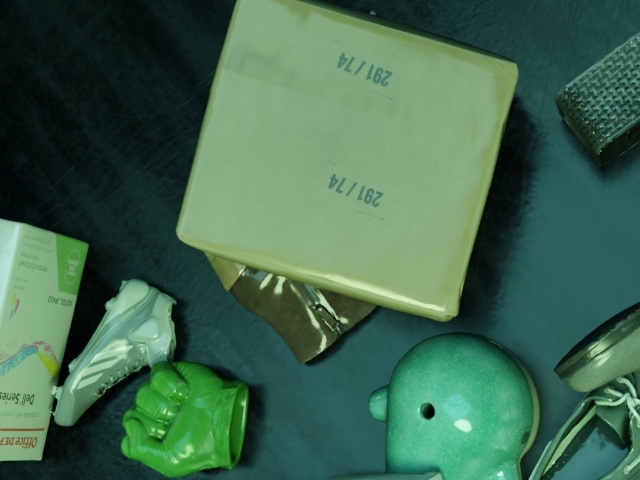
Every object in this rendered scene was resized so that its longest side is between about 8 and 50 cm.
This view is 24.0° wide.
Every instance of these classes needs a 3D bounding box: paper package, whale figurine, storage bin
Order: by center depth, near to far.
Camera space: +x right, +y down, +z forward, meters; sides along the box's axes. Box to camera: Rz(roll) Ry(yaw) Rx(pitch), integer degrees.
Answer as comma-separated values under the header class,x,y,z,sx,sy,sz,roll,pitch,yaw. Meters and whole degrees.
class,x,y,z,sx,sy,sz,roll,pitch,yaw
paper package,0.032,-0.097,1.683,0.325,0.168,0.309,15,90,1
whale figurine,0.128,0.234,1.702,0.216,0.141,0.272,34,102,28
storage bin,0.367,-0.175,1.717,0.180,0.122,0.084,-36,76,6

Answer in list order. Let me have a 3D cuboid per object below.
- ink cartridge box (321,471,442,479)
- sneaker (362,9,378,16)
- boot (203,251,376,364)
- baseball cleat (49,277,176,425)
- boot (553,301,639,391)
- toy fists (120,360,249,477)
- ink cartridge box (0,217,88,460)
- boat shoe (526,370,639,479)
class,x,y,z,sx,sy,sz,roll,pitch,yaw
ink cartridge box,0.067,0.375,1.705,0.224,0.045,0.223,-10,96,42
sneaker,0.091,-0.161,1.806,0.097,0.084,0.234,-6,92,2
boot,0.000,0.000,1.813,0.248,0.090,0.207,-43,90,0
baseball cleat,-0.246,0.151,1.839,0.109,0.072,0.205,29,93,8
boot,0.439,0.142,1.610,0.338,0.118,0.222,-25,85,-11
toy fists,-0.176,0.283,1.790,0.142,0.096,0.279,6,88,14
ink cartridge box,-0.402,0.153,1.803,0.119,0.207,0.353,11,86,15
boat shoe,0.342,0.206,1.683,0.116,0.099,0.319,43,92,18
